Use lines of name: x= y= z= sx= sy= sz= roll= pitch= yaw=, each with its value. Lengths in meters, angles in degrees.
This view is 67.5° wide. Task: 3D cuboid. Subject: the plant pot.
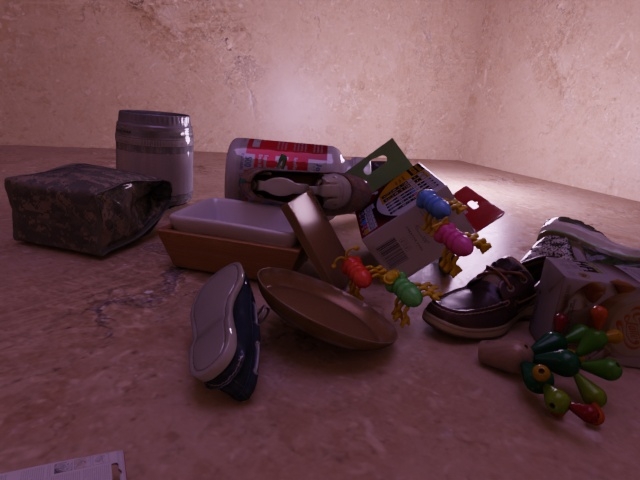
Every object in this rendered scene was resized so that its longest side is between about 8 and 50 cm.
plant pot: x=0.006 y=0.108 z=0.743 sx=0.237 sy=0.032 sz=0.236 roll=24 pitch=9 yaw=-4

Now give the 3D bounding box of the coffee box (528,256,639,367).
coffee box: x=0.490 y=0.119 z=0.775 sx=0.247 sy=0.141 sz=0.098 roll=6 pitch=17 yaw=5

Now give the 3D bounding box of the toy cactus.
toy cactus: x=0.312 y=0.161 z=0.665 sx=0.181 sy=0.112 sz=0.219 roll=0 pitch=28 yaw=35

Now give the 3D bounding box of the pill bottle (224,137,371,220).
pill bottle: x=-0.065 y=-0.176 z=1.429 sx=0.409 sy=0.228 sz=0.229 roll=4 pitch=17 yaw=-2

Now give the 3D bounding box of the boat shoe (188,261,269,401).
boat shoe: x=-0.122 y=0.115 z=0.668 sx=0.095 sy=0.079 sz=0.254 roll=-38 pitch=25 yaw=5

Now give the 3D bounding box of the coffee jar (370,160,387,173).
coffee jar: x=0.191 y=-0.164 z=1.543 sx=0.096 sy=0.184 sz=0.079 roll=0 pitch=18 yaw=-19

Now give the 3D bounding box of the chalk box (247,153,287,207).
chalk box: x=-0.116 y=-0.116 z=1.241 sx=0.132 sy=0.212 sz=0.132 roll=1 pitch=17 yaw=-16

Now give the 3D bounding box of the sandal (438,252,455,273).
sandal: x=0.293 y=-0.008 z=1.191 sx=0.087 sy=0.120 sz=0.303 roll=-2 pitch=15 yaw=15

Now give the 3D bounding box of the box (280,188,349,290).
box: x=0.000 y=0.000 z=0.957 sx=0.021 sy=0.201 sz=0.164 roll=-26 pitch=8 yaw=20

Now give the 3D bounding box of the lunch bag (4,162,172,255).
lunch bag: x=-0.512 y=-0.088 z=1.108 sx=0.236 sy=0.168 sz=0.287 roll=9 pitch=22 yaw=13

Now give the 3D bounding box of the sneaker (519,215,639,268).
sneaker: x=0.583 y=0.099 z=0.970 sx=0.182 sy=0.158 sz=0.410 roll=-35 pitch=34 yaw=-16

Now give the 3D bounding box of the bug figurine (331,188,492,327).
bug figurine: x=0.159 y=0.017 z=0.844 sx=0.279 sy=0.072 sz=0.216 roll=-42 pitch=36 yaw=-2

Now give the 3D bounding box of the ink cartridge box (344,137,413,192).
ink cartridge box: x=0.199 y=-0.140 z=1.298 sx=0.171 sy=0.235 sz=0.056 roll=-36 pitch=1 yaw=4

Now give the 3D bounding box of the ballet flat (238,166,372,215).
ballet flat: x=-0.025 y=-0.111 z=1.089 sx=0.317 sy=0.107 sz=0.106 roll=1 pitch=3 yaw=-11

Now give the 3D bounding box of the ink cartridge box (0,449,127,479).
ink cartridge box: x=-0.227 y=0.221 z=0.408 sx=0.115 sy=0.029 sz=0.063 roll=-2 pitch=18 yaw=-26

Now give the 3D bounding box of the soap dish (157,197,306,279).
soap dish: x=-0.157 y=-0.004 z=1.022 sx=0.291 sy=0.118 sz=0.229 roll=8 pitch=17 yaw=11

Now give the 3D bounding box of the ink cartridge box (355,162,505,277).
ink cartridge box: x=0.228 y=-0.071 z=1.098 sx=0.272 sy=0.130 sz=0.309 roll=-33 pitch=14 yaw=10

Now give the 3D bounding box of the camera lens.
camera lens: x=-0.491 y=-0.240 z=1.429 sx=0.220 sy=0.274 sz=0.219 roll=5 pitch=17 yaw=-2

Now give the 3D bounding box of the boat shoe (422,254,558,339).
boat shoe: x=0.324 y=0.085 z=0.866 sx=0.342 sy=0.123 sz=0.123 roll=-6 pitch=20 yaw=-30
